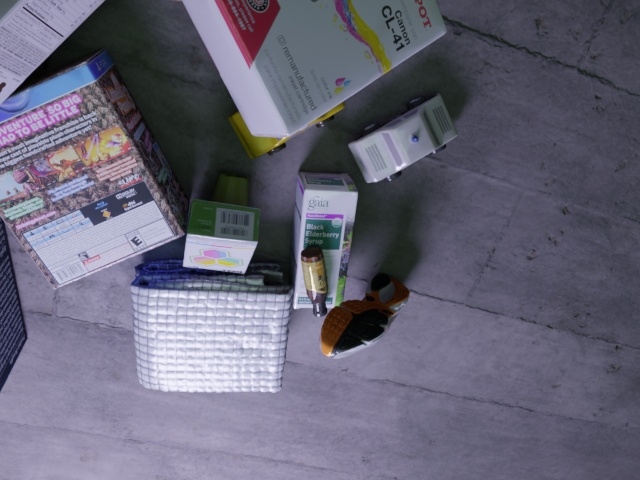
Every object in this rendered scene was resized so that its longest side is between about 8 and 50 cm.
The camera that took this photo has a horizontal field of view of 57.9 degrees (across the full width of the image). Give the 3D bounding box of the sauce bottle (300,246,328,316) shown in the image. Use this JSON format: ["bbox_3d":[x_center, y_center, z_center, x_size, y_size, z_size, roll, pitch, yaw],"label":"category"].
[{"bbox_3d":[-0.007,0.074,1.007,0.042,0.042,0.128,-11,120,-4],"label":"sauce bottle"}]

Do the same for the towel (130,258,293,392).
[{"bbox_3d":[-0.200,0.155,1.083,0.283,0.121,0.235,2,114,-8],"label":"towel"}]

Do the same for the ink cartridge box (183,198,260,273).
[{"bbox_3d":[-0.173,0.008,0.975,0.108,0.062,0.209,8,157,-14],"label":"ink cartridge box"}]

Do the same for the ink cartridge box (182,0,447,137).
[{"bbox_3d":[-0.003,-0.315,0.805,0.306,0.131,0.226,-36,114,-17],"label":"ink cartridge box"}]

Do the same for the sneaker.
[{"bbox_3d":[0.079,0.167,1.075,0.099,0.262,0.121,32,123,22],"label":"sneaker"}]

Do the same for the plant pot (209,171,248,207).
[{"bbox_3d":[-0.157,-0.076,1.002,0.083,0.083,0.079,9,102,-13],"label":"plant pot"}]

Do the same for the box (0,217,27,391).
[{"bbox_3d":[-0.672,0.062,0.906,0.293,0.212,0.396,-1,115,-9],"label":"box"}]

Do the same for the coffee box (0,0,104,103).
[{"bbox_3d":[-0.418,-0.310,0.723,0.297,0.119,0.168,-45,86,2],"label":"coffee box"}]

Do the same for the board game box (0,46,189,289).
[{"bbox_3d":[-0.378,-0.111,0.907,0.232,0.141,0.291,-22,117,2],"label":"board game box"}]

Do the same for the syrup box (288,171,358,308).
[{"bbox_3d":[0.000,0.000,1.048,0.093,0.096,0.237,1,117,-11],"label":"syrup box"}]

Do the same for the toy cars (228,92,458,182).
[{"bbox_3d":[0.051,-0.189,0.951,0.393,0.087,0.177,10,99,-14],"label":"toy cars"}]
